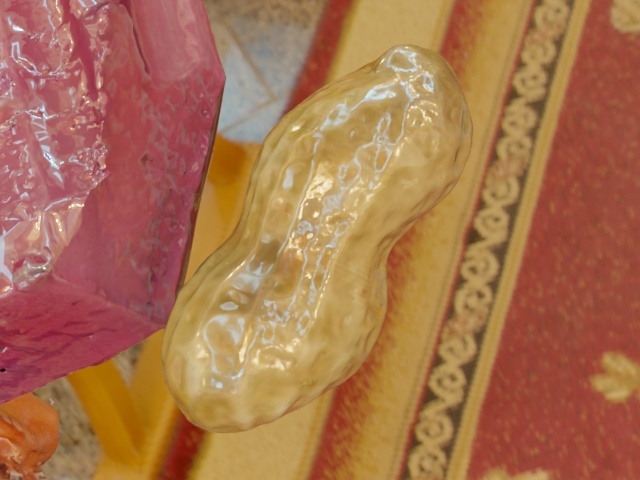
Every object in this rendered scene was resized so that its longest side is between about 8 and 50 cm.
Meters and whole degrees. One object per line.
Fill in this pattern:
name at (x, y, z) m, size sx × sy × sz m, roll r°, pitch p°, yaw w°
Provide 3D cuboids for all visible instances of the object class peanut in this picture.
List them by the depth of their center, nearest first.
peanut at (0.002, 0.001, 0.695) m, size 0.089 × 0.089 × 0.193 m, roll 34°, pitch 95°, yaw 30°

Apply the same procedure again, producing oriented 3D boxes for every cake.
cake at (-0.289, 0.144, 1.157) m, size 0.287 × 0.135 × 0.098 m, roll -17°, pitch 60°, yaw 55°

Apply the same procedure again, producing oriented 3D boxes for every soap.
soap at (-0.167, -0.091, 0.784) m, size 0.220 × 0.127 × 0.325 m, roll -24°, pitch 67°, yaw 15°
